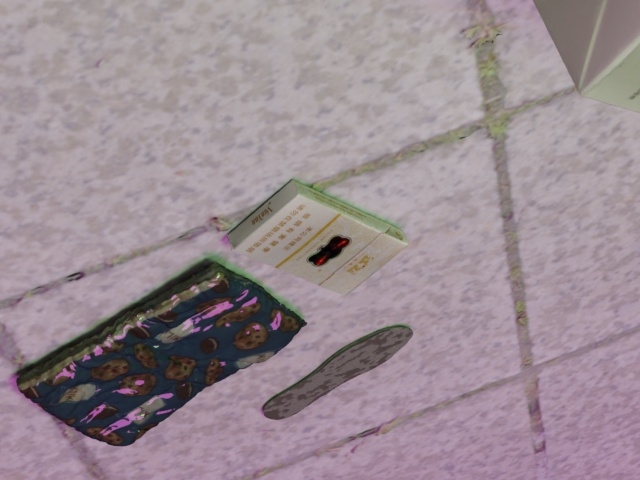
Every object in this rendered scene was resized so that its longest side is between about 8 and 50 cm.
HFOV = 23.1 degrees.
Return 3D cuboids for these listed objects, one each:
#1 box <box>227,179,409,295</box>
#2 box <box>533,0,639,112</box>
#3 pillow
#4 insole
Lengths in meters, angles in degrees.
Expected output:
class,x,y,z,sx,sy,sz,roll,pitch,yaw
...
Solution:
class,x,y,z,sx,sy,sz,roll,pitch,yaw
box,0.000,0.000,1.483,0.090,0.024,0.167,-40,141,24
box,0.321,-0.199,1.209,0.341,0.225,0.143,10,137,-37
pillow,-0.155,0.117,1.556,0.255,0.034,0.189,-32,146,13
insole,0.018,0.145,1.708,0.193,0.006,0.065,-34,145,18
